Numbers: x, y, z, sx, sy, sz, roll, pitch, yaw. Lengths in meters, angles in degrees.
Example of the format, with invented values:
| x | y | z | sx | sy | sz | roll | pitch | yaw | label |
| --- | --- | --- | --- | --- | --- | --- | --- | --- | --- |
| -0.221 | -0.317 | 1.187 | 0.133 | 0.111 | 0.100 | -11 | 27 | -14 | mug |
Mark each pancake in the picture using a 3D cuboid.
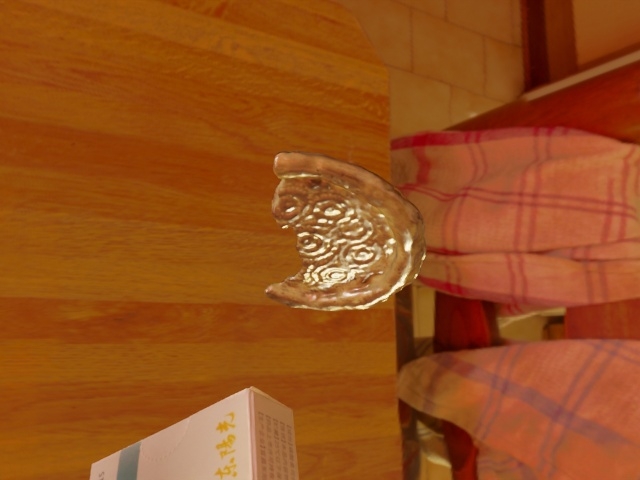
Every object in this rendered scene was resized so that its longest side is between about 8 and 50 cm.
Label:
| x | y | z | sx | sy | sz | roll | pitch | yaw | label |
| --- | --- | --- | --- | --- | --- | --- | --- | --- | --- |
| 0.000 | 0.000 | 0.547 | 0.190 | 0.184 | 0.020 | 53 | 37 | -34 | pancake |

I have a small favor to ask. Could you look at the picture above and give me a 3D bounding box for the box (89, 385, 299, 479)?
| x | y | z | sx | sy | sz | roll | pitch | yaw | label |
| --- | --- | --- | --- | --- | --- | --- | --- | --- | --- |
| -0.102 | 0.307 | 0.486 | 0.065 | 0.200 | 0.343 | 42 | 27 | -41 | box |
